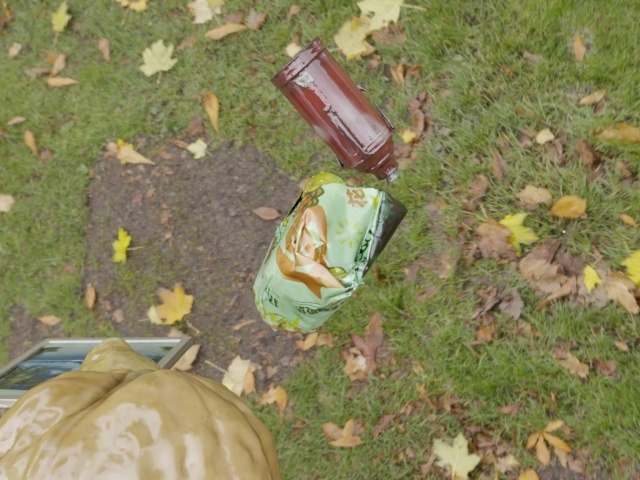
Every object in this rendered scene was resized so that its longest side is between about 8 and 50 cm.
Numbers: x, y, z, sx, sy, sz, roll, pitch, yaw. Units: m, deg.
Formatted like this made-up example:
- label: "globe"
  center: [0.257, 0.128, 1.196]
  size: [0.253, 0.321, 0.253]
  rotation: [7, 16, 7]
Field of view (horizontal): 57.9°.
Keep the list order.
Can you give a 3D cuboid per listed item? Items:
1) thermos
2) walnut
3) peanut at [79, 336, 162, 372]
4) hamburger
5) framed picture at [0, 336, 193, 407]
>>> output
- label: "thermos"
  center: [0.036, -0.174, 0.841]
  size: [0.099, 0.124, 0.232]
  rotation: [-37, 105, 18]
- label: "walnut"
  center: [-0.136, 0.221, 0.413]
  size: [0.225, 0.257, 0.257]
  rotation: [-1, 90, 15]
- label: "peanut"
  center: [-0.213, 0.217, 0.602]
  size: [0.137, 0.122, 0.253]
  rotation: [-16, 54, 17]
- label: "hamburger"
  center: [0.002, -0.002, 0.741]
  size: [0.125, 0.214, 0.235]
  rotation: [30, 60, -17]
- label: "framed picture"
  center: [-0.410, 0.224, 0.997]
  size: [0.315, 0.232, 0.024]
  rotation: [-2, 106, 13]
